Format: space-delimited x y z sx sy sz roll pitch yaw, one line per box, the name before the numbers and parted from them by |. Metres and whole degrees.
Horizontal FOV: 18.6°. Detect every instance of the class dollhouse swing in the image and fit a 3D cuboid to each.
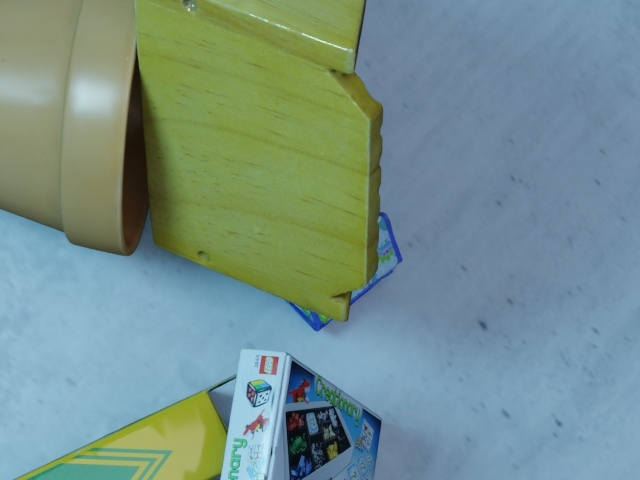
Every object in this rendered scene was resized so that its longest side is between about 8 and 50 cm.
dollhouse swing | -0.021 -0.177 1.894 0.315 0.347 0.305 22 49 20

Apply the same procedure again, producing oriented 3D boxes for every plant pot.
plant pot | -0.267 -0.139 1.920 0.203 0.291 0.291 6 77 1

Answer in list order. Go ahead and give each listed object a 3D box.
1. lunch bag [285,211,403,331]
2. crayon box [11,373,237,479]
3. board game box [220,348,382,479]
lunch bag | 0.000 0.000 2.056 0.129 0.096 0.151 -39 103 -20
crayon box | -0.210 0.234 1.883 0.323 0.203 0.083 -25 87 -19
board game box | -0.018 0.233 1.903 0.053 0.305 0.193 3 75 20
